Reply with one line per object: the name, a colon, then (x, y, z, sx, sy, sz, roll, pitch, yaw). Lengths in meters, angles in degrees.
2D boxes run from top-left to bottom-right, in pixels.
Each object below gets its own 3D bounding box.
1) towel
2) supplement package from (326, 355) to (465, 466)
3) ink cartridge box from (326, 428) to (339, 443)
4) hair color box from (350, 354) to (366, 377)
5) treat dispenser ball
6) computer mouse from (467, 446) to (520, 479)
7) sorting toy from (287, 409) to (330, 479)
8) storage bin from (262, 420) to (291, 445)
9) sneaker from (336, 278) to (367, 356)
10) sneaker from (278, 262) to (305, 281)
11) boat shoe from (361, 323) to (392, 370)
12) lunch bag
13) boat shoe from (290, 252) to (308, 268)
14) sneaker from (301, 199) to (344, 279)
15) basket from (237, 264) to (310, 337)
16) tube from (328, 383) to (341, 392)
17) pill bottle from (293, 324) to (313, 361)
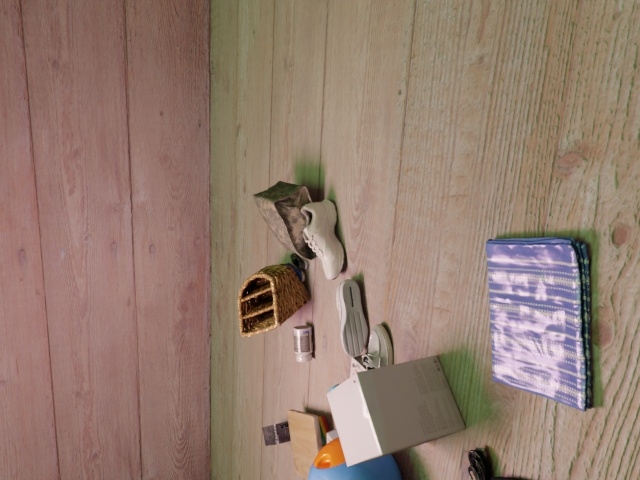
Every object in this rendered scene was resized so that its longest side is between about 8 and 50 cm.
towel: (0.444, 0.160, 1.012, 0.243, 0.040, 0.336, 0, 94, 63)
supplement package: (0.193, 0.451, 1.283, 0.198, 0.262, 0.199, -54, 47, 50)
ink cartridge box: (0.081, 0.781, 1.725, 0.127, 0.072, 0.175, 31, 127, 58)
hair color box: (0.141, 0.479, 1.611, 0.093, 0.053, 0.167, 30, 121, 59)
treat dispenser ball: (0.105, 0.742, 1.462, 0.288, 0.288, 0.288, 14, 106, 61)
computer mouse: (0.435, 0.577, 1.061, 0.272, 0.072, 0.189, 151, 110, -73)
sorting toy: (-0.029, 0.814, 1.937, 0.257, 0.089, 0.256, -25, 71, 61)
storage bin: (-0.179, 0.871, 2.190, 0.180, 0.122, 0.084, -45, 55, 55)
sneaker: (0.104, 0.260, 1.634, 0.091, 0.094, 0.258, 153, 116, -79)
sneaker: (-0.129, 0.137, 2.040, 0.152, 0.084, 0.058, 39, 127, 54)
boat shoe: (0.173, 0.379, 1.505, 0.079, 0.081, 0.228, -4, 90, 62)
lunch bag: (-0.110, -0.070, 1.880, 0.235, 0.169, 0.287, 22, 139, 61)
boat shoe: (-0.098, 0.083, 2.021, 0.142, 0.040, 0.049, 31, 120, 57)
sneaker: (0.000, 0.000, 1.733, 0.111, 0.129, 0.297, -33, 66, 57)
basket: (-0.235, 0.241, 1.997, 0.299, 0.223, 0.213, -24, 100, 49)
tube: (0.096, 0.616, 1.723, 0.207, 0.052, 0.080, 60, 156, 29)
pill bottle: (-0.071, 0.422, 1.974, 0.078, 0.078, 0.137, 0, 93, 62)
